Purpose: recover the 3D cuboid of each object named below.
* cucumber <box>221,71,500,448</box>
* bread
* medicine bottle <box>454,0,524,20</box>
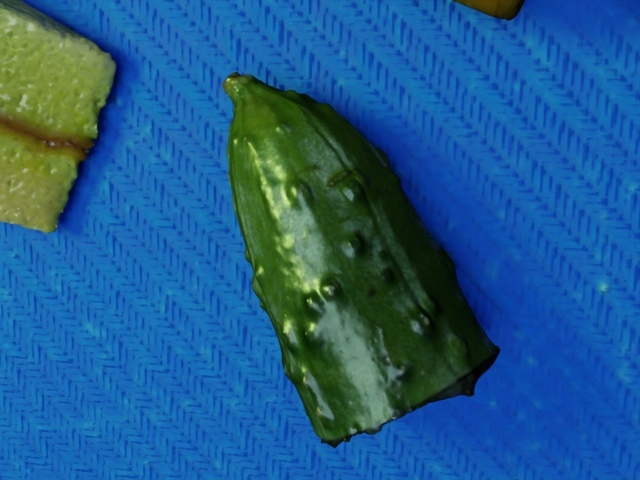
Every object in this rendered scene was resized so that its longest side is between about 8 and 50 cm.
[{"bbox_3d":[0.003,-0.002,0.536,0.134,0.134,0.244,-28,89,19],"label":"cucumber"},{"bbox_3d":[-0.301,-0.132,0.628,0.264,0.163,0.168,20,108,-23],"label":"bread"},{"bbox_3d":[0.043,-0.206,0.486,0.192,0.096,0.096,26,108,8],"label":"medicine bottle"}]
